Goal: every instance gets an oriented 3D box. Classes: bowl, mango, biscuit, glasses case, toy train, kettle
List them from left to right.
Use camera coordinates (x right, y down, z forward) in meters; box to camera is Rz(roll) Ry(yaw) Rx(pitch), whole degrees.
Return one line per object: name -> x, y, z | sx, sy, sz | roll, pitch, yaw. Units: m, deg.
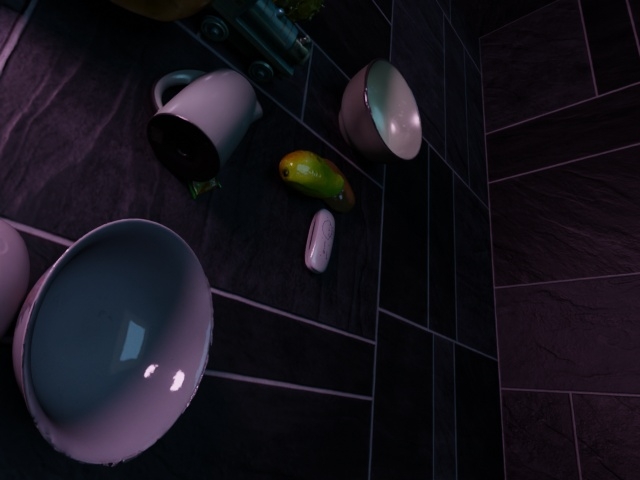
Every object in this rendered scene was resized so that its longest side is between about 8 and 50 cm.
bowl -> -0.332, 0.141, 0.635 | 0.345, 0.156, 0.347 | -1, 90, -68
kettle -> -0.260, -0.277, 0.884 | 0.221, 0.161, 0.237 | 29, 52, -6
biscuit -> -0.263, -0.129, 0.932 | 0.089, 0.016, 0.046 | -37, 109, -48
toy train -> -0.158, -0.534, 1.032 | 0.298, 0.194, 0.120 | 32, 55, -42
mango -> -0.023, -0.185, 1.163 | 0.232, 0.111, 0.126 | 5, 83, -45
glasses case -> 0.000, 0.000, 1.187 | 0.076, 0.049, 0.198 | 36, 54, -38
bowl -> 0.185, -0.417, 1.417 | 0.353, 0.185, 0.355 | 17, 67, -47

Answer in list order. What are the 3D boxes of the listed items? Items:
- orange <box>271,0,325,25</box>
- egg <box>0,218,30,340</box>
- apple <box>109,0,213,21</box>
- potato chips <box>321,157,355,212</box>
orange -> -0.126, -0.716, 1.089 | 0.300, 0.223, 0.301 | 53, 13, 11
egg -> -0.470, 0.065, 0.506 | 0.176, 0.176, 0.232 | 44, 39, -34
apple -> -0.307, -0.586, 0.757 | 0.338, 0.338, 0.306 | 25, 84, -44
potato chips -> 0.051, -0.173, 1.299 | 0.201, 0.049, 0.150 | 44, 44, -26
